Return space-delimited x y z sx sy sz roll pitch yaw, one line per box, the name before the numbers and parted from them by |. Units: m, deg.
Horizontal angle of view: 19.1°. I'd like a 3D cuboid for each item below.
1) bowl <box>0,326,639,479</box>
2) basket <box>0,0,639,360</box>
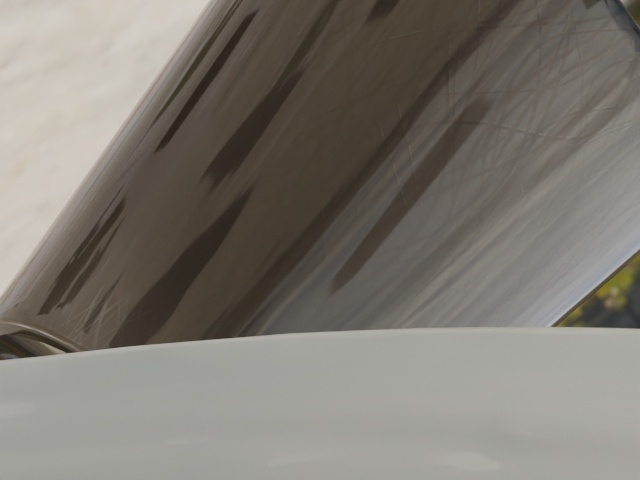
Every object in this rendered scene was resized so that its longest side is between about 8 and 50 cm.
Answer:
bowl | -0.018 0.103 0.204 0.298 0.134 0.298 -4 -172 1
basket | 0.000 0.000 0.681 0.227 0.204 0.154 -49 -165 -27
